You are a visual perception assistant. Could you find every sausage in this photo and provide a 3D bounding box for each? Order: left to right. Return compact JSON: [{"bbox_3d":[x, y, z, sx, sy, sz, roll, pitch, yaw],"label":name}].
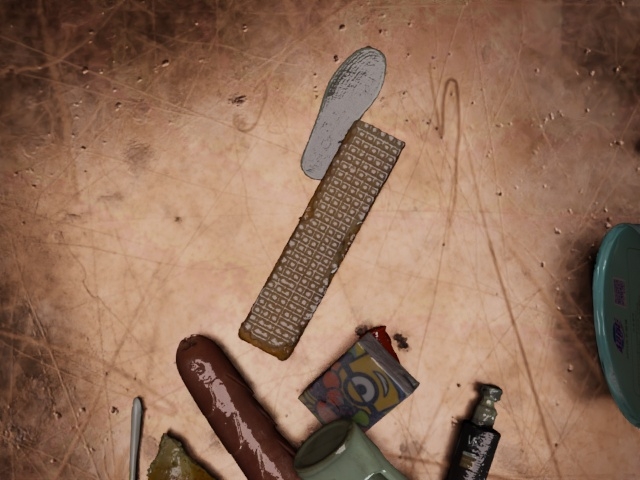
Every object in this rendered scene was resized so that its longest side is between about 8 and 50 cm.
[{"bbox_3d":[-0.078,0.320,1.198,0.088,0.088,0.433,-37,87,-3],"label":"sausage"}]

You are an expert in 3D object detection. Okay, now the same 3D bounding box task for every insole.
[{"bbox_3d":[0.033,-0.202,1.278,0.080,0.003,0.232,27,86,2],"label":"insole"}]

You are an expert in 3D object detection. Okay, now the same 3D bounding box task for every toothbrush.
[{"bbox_3d":[-0.276,0.368,1.225,0.026,0.022,0.262,2,86,-12],"label":"toothbrush"}]

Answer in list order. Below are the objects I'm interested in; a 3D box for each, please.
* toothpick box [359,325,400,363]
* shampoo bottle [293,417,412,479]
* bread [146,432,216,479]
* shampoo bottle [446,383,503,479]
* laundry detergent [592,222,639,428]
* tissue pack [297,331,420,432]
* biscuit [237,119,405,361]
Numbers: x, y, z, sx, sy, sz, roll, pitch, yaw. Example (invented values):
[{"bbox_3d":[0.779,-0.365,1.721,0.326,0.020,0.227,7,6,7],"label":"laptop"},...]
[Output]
[{"bbox_3d":[0.094,0.171,1.228,0.047,0.047,0.083,-23,85,-2],"label":"toothpick box"},{"bbox_3d":[0.079,0.364,1.171,0.118,0.087,0.234,-36,109,25],"label":"shampoo bottle"},{"bbox_3d":[-0.223,0.382,1.204,0.136,0.054,0.154,-44,85,-8],"label":"bread"},{"bbox_3d":[0.229,0.315,1.213,0.057,0.063,0.207,17,87,11],"label":"shampoo bottle"},{"bbox_3d":[0.571,0.106,1.114,0.305,0.287,0.287,-3,86,0],"label":"laundry detergent"},{"bbox_3d":[0.055,0.219,1.190,0.108,0.060,0.148,46,118,5],"label":"tissue pack"},{"bbox_3d":[0.000,0.000,1.234,0.094,0.054,0.378,28,86,-1],"label":"biscuit"}]
